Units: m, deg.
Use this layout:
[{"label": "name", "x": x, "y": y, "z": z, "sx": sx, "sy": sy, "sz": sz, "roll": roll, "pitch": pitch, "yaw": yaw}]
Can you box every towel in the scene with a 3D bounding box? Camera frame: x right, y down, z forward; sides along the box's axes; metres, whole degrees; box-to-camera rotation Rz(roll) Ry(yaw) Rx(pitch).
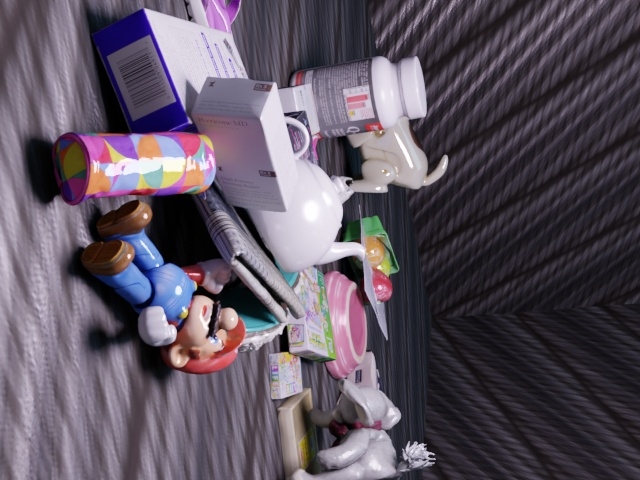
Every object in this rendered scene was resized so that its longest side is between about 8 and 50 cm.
[{"label": "towel", "x": -0.158, "y": -0.011, "z": 1.266, "sx": 0.312, "sy": 0.056, "sz": 0.324, "roll": 56, "pitch": 2, "yaw": 32}]

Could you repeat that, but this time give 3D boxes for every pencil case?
[{"label": "pencil case", "x": -0.256, "y": -0.104, "z": 0.972, "sx": 0.236, "sy": 0.105, "sz": 0.104, "roll": -8, "pitch": 92, "yaw": -52}]

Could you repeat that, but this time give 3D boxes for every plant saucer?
[{"label": "plant saucer", "x": 0.076, "y": 0.257, "z": 2.127, "sx": 0.332, "sy": 0.084, "sz": 0.331, "roll": -6, "pitch": 90, "yaw": -73}]

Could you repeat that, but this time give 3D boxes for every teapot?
[{"label": "teapot", "x": -0.043, "y": -0.075, "z": 1.358, "sx": 0.252, "sy": 0.187, "sz": 0.256, "roll": 60, "pitch": -1, "yaw": 27}]

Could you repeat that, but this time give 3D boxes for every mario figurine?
[{"label": "mario figurine", "x": -0.203, "y": 0.084, "z": 1.053, "sx": 0.198, "sy": 0.170, "sz": 0.320, "roll": -50, "pitch": 134, "yaw": -20}]

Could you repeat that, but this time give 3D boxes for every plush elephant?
[{"label": "plush elephant", "x": 0.077, "y": 0.461, "z": 1.641, "sx": 0.272, "sy": 0.330, "sz": 0.255, "roll": 46, "pitch": 21, "yaw": -54}]

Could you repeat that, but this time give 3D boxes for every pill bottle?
[{"label": "pill bottle", "x": 0.109, "y": -0.413, "z": 1.987, "sx": 0.210, "sy": 0.363, "sz": 0.210, "roll": -6, "pitch": 90, "yaw": -74}]

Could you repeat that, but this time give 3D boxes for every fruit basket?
[{"label": "fruit basket", "x": 0.164, "y": 0.110, "z": 2.321, "sx": 0.327, "sy": 0.166, "sz": 0.352, "roll": 64, "pitch": 24, "yaw": -50}]

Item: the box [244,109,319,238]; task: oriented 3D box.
[{"label": "box", "x": -0.097, "y": -0.142, "z": 1.534, "sx": 0.142, "sy": 0.164, "sz": 0.247, "roll": -60, "pitch": 141, "yaw": -59}]

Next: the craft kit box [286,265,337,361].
[{"label": "craft kit box", "x": -0.032, "y": 0.182, "z": 1.786, "sx": 0.250, "sy": 0.061, "sz": 0.246, "roll": 40, "pitch": 41, "yaw": -67}]

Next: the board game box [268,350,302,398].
[{"label": "board game box", "x": -0.082, "y": 0.319, "z": 1.654, "sx": 0.154, "sy": 0.026, "sz": 0.103, "roll": 19, "pitch": 66, "yaw": -72}]

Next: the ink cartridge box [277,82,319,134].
[{"label": "ink cartridge box", "x": -0.090, "y": -0.306, "z": 1.682, "sx": 0.176, "sy": 0.128, "sz": 0.128, "roll": -47, "pitch": 128, "yaw": -69}]

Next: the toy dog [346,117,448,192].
[{"label": "toy dog", "x": 0.239, "y": -0.382, "z": 2.415, "sx": 0.285, "sy": 0.396, "sz": 0.407, "roll": -30, "pitch": 122, "yaw": -63}]

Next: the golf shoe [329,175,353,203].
[{"label": "golf shoe", "x": 0.063, "y": -0.149, "z": 2.231, "sx": 0.069, "sy": 0.086, "sz": 0.176, "roll": 70, "pitch": 22, "yaw": -45}]

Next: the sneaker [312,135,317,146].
[{"label": "sneaker", "x": -0.078, "y": -0.234, "z": 1.833, "sx": 0.170, "sy": 0.075, "sz": 0.063, "roll": -51, "pitch": 155, "yaw": -38}]

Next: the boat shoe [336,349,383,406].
[{"label": "boat shoe", "x": 0.139, "y": 0.506, "z": 2.162, "sx": 0.340, "sy": 0.127, "sz": 0.158, "roll": -72, "pitch": 145, "yaw": -55}]

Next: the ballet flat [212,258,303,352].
[{"label": "ballet flat", "x": -0.129, "y": 0.153, "z": 1.395, "sx": 0.409, "sy": 0.147, "sz": 0.146, "roll": -43, "pitch": 125, "yaw": -69}]

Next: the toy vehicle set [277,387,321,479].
[{"label": "toy vehicle set", "x": -0.047, "y": 0.513, "z": 1.685, "sx": 0.166, "sy": 0.035, "sz": 0.266, "roll": -14, "pitch": 98, "yaw": -74}]

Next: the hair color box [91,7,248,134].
[{"label": "hair color box", "x": -0.227, "y": -0.270, "z": 1.184, "sx": 0.185, "sy": 0.110, "sz": 0.339, "roll": 69, "pitch": 19, "yaw": -4}]

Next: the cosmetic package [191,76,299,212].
[{"label": "cosmetic package", "x": -0.114, "y": -0.148, "z": 1.108, "sx": 0.231, "sy": 0.118, "sz": 0.085, "roll": 74, "pitch": 28, "yaw": -56}]

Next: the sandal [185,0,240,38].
[{"label": "sandal", "x": -0.207, "y": -0.508, "z": 1.401, "sx": 0.169, "sy": 0.102, "sz": 0.415, "roll": -57, "pitch": 138, "yaw": -66}]
